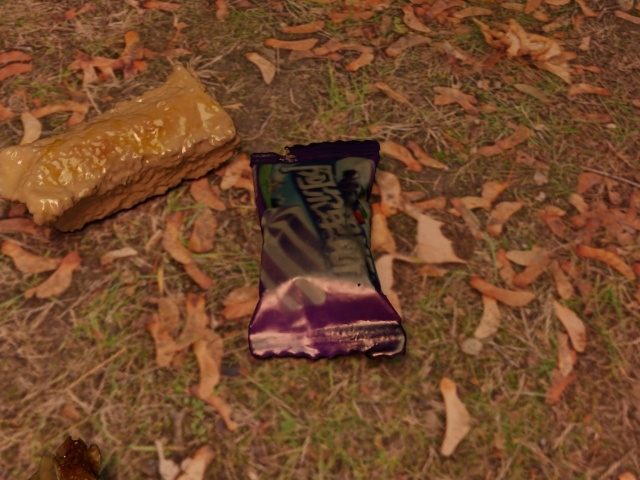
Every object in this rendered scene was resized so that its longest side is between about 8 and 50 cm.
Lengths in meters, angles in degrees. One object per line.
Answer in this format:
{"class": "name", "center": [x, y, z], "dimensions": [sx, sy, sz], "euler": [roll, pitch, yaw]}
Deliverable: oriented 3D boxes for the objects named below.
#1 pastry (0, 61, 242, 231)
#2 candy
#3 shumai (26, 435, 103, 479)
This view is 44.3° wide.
{"class": "pastry", "center": [-0.203, -0.087, 0.809], "dimensions": [0.258, 0.089, 0.121], "euler": [-35, 58, -28]}
{"class": "candy", "center": [0.000, 0.000, 0.781], "dimensions": [0.145, 0.070, 0.275], "euler": [-4, 54, 1]}
{"class": "shumai", "center": [-0.194, 0.196, 0.590], "dimensions": [0.082, 0.080, 0.083], "euler": [-30, 62, -25]}
